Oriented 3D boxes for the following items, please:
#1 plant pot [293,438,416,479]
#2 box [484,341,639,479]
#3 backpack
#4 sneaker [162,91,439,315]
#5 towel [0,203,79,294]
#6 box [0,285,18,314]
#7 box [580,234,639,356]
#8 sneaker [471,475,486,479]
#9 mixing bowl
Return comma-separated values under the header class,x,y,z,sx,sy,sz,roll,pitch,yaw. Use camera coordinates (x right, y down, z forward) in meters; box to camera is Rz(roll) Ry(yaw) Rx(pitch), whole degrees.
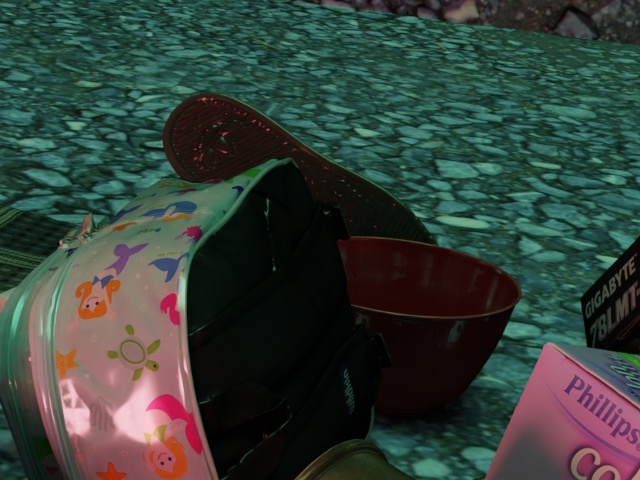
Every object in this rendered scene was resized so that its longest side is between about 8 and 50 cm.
class,x,y,z,sx,sy,sz,roll,pitch,yaw
plant pot,0.055,0.202,0.877,0.165,0.167,0.167,23,22,26
box,0.249,0.165,1.014,0.243,0.117,0.213,11,18,-39
backpack,-0.078,0.085,1.088,0.191,0.225,0.253,-12,18,14
sneaker,0.000,0.000,1.573,0.295,0.124,0.178,40,-3,12
towel,-0.235,0.046,1.456,0.312,0.056,0.324,14,16,10
box,-0.128,0.039,1.330,0.067,0.063,0.324,16,17,19
box,0.388,0.024,1.387,0.295,0.293,0.073,6,60,-15
sneaker,0.064,0.174,1.093,0.106,0.078,0.234,19,23,27
mixing bowl,0.054,0.070,1.387,0.181,0.098,0.181,7,16,-2
